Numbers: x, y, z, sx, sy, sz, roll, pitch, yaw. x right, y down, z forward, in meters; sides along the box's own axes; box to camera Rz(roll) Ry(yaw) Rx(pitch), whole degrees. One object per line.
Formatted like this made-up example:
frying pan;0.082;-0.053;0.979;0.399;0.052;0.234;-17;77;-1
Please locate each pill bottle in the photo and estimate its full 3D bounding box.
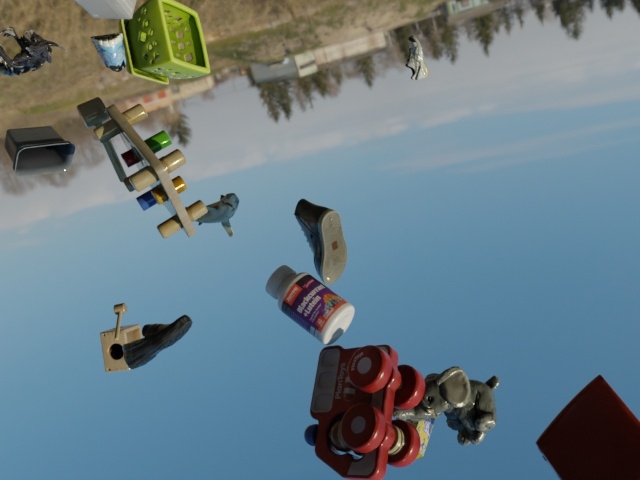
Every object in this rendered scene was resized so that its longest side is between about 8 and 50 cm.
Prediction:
pill bottle;-0.028;0.139;1.453;0.193;0.108;0.108;34;-138;23

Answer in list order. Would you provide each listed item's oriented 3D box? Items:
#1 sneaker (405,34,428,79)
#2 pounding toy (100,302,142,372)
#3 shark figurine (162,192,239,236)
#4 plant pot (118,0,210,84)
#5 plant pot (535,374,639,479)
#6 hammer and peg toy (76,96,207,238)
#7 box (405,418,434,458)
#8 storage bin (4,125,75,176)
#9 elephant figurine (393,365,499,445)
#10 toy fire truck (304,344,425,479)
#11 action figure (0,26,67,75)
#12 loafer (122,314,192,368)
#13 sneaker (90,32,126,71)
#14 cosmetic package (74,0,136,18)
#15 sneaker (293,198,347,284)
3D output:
sneaker;0.176;-0.344;1.215;0.037;0.083;0.032;-18;-171;3
pounding toy;-0.638;0.302;2.010;0.094;0.206;0.181;-8;180;7
shark figurine;-0.339;-0.105;1.903;0.278;0.166;0.116;4;-129;21
plant pot;-0.532;-0.652;2.155;0.207;0.228;0.227;-14;177;24
plant pot;0.708;0.546;1.650;0.235;0.267;0.267;-34;-124;4
hammer and peg toy;-0.415;-0.188;1.509;0.127;0.266;0.361;-34;-122;-15
box;0.263;0.522;1.761;0.054;0.059;0.169;-29;-171;29
storage bin;-0.651;-0.207;1.475;0.135;0.098;0.091;-17;-125;-46
elephant figurine;0.313;0.389;1.604;0.169;0.239;0.186;-52;-170;24
toy fire truck;0.079;0.376;1.435;0.254;0.169;0.302;-14;-126;40
action figure;-0.827;-0.498;1.703;0.275;0.141;0.164;-24;-168;1
loafer;-0.406;0.236;1.575;0.223;0.078;0.076;-35;171;24
sneaker;-0.419;-0.372;1.280;0.063;0.073;0.162;-12;-158;-11
cosmetic package;-0.418;-0.576;1.277;0.107;0.238;0.127;4;169;15
sneaker;0.000;0.000;1.625;0.083;0.222;0.118;-25;-142;-31
